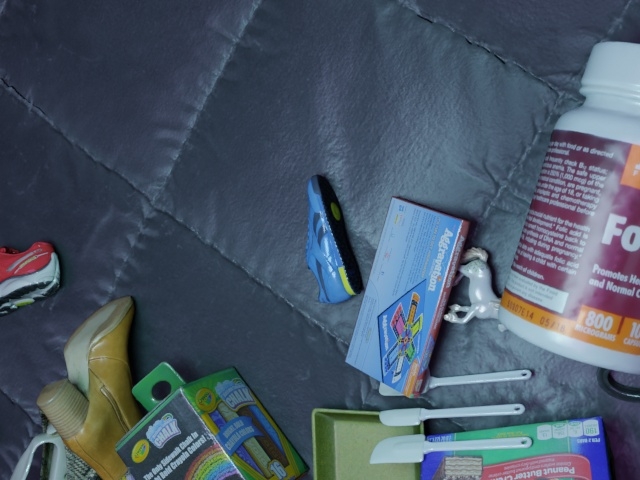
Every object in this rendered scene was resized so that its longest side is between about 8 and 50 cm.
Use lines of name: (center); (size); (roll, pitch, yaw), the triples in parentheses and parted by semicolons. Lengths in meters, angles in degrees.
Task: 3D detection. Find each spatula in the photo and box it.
spatula: (0.195, 0.253, 1.232); (0.242, 0.168, 0.019); (-11, 129, 24)

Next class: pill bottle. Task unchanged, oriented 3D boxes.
pill bottle: (0.394, -0.044, 1.085); (0.224, 0.224, 0.392); (18, 99, 21)

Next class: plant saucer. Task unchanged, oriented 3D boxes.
plant saucer: (0.083, 0.363, 1.323); (0.188, 0.045, 0.188); (-2, 91, 22)

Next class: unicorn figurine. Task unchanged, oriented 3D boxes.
unicorn figurine: (0.240, 0.087, 1.241); (0.111, 0.060, 0.162); (-14, 89, 26)

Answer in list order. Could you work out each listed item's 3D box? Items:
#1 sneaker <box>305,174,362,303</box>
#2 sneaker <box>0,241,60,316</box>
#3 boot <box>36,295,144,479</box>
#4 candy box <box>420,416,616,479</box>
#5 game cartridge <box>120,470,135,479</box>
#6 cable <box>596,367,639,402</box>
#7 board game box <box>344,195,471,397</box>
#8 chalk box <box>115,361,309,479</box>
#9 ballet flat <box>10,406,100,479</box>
sneaker: (0.000, 0.000, 1.332); (0.082, 0.069, 0.209); (-17, 86, 26)
sneaker: (-0.613, 0.072, 1.584); (0.279, 0.107, 0.118); (-16, 67, 19)
boot: (-0.361, 0.260, 1.445); (0.104, 0.295, 0.211); (-16, 121, 28)
candy box: (0.270, 0.414, 1.111); (0.268, 0.122, 0.317); (-12, 43, 22)
game cartridge: (-0.362, 0.442, 1.523); (0.083, 0.017, 0.056); (-16, 90, 22)
cable: (0.541, 0.204, 1.142); (0.287, 0.072, 0.139); (-8, 106, 34)
board game box: (0.131, 0.085, 1.276); (0.145, 0.027, 0.281); (24, 102, 44)
chalk box: (-0.196, 0.336, 1.367); (0.180, 0.179, 0.289); (-42, 76, 19)
ballet flat: (-0.489, 0.501, 1.485); (0.164, 0.182, 0.483); (16, 99, 45)
